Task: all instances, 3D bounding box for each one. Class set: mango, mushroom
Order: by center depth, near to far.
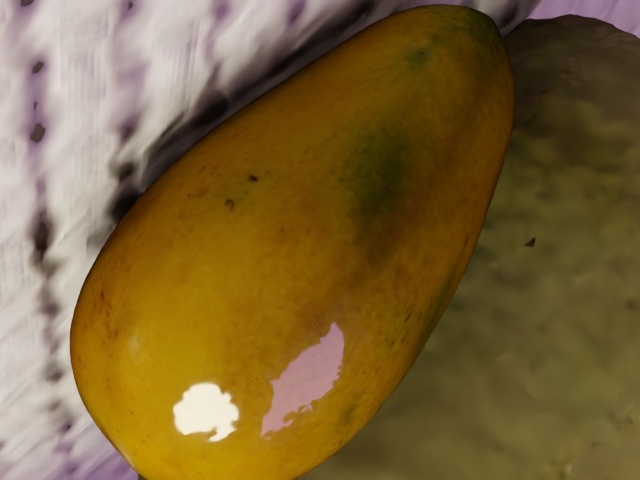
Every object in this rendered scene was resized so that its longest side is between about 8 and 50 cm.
[{"bbox_3d":[-0.002,0.004,0.499,0.163,0.089,0.111,-43,168,-33],"label":"mango"},{"bbox_3d":[0.059,0.050,0.573,0.212,0.292,0.217,0,123,-26],"label":"mushroom"}]
